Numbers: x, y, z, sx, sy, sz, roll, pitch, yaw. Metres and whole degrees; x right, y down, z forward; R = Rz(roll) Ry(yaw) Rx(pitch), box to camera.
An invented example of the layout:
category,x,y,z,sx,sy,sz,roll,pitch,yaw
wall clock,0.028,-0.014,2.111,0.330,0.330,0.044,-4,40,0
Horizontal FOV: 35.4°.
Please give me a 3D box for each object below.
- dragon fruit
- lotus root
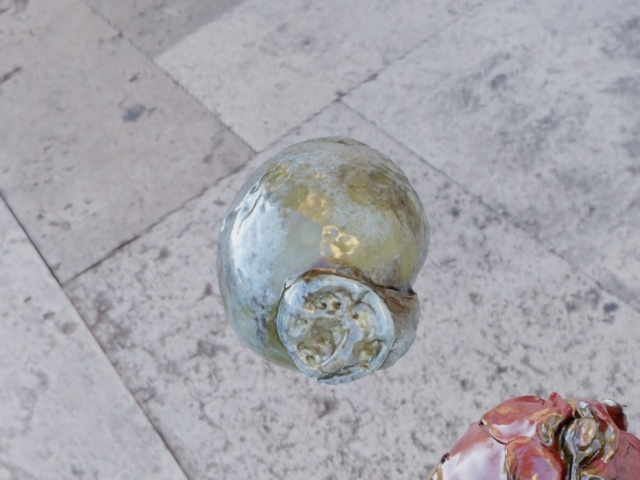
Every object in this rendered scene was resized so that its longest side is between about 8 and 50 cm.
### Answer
category,x,y,z,sx,sy,sz,roll,pitch,yaw
dragon fruit,0.220,0.294,1.024,0.250,0.315,0.250,-11,17,3
lotus root,-0.002,-0.002,0.811,0.175,0.175,0.349,-19,13,2
